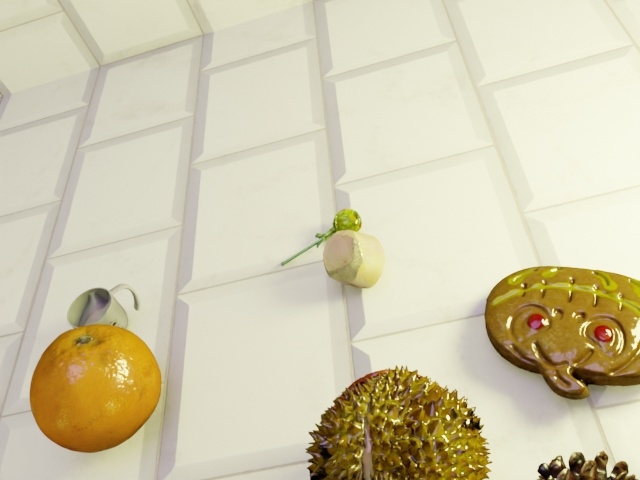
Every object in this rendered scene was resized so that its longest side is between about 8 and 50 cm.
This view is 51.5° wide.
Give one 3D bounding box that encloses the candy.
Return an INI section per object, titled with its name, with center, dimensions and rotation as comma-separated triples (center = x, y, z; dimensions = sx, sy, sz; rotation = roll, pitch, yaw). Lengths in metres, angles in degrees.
[candy]
center = -0.001, -0.002, 1.875
dimensions = 0.262, 0.073, 0.077
rotation = -32, 86, 5

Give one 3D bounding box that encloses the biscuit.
[biscuit]
center = 0.559, 0.187, 1.455
dimensions = 0.394, 0.070, 0.350
rotation = 2, 44, 22

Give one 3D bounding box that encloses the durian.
[durian]
center = 0.150, 0.404, 1.268
dimensions = 0.348, 0.347, 0.384
rotation = -2, 16, 19

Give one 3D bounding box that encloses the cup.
[cup]
center = -0.604, 0.210, 1.866
dimensions = 0.134, 0.142, 0.173
rotation = 3, 52, 24

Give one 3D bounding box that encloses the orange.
[orange]
center = -0.544, 0.354, 1.614
dimensions = 0.312, 0.312, 0.312
rotation = -11, 48, 12

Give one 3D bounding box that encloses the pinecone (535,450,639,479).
[pinecone]
center = 0.469, 0.472, 1.192
dimensions = 0.208, 0.207, 0.207
rotation = -11, 48, 12

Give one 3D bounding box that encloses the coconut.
[coconut]
center = 0.094, 0.049, 1.733
dimensions = 0.147, 0.153, 0.147
rotation = -15, 67, 39
